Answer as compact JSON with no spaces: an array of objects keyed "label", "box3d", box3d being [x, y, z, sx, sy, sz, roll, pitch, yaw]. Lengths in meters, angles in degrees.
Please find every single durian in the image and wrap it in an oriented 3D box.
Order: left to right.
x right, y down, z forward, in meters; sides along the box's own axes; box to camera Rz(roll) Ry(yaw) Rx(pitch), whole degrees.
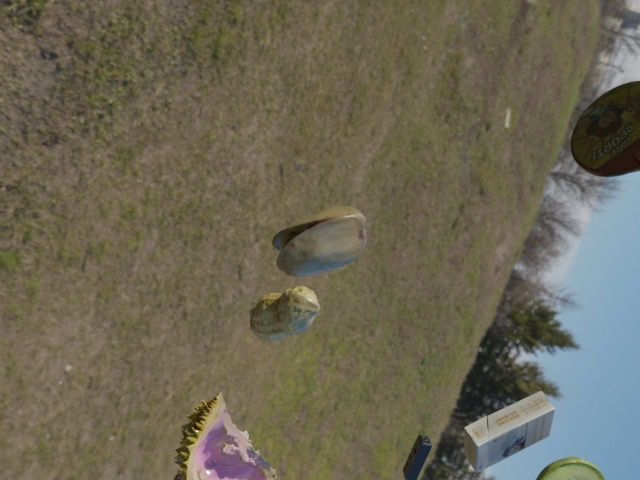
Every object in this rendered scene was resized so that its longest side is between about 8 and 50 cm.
[{"label":"durian","box3d":[-0.158,0.346,0.992,0.182,0.132,0.165,47,32,-49]}]

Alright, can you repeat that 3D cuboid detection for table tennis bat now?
[{"label":"table tennis bat","box3d":[0.570,-0.184,1.124,0.200,0.038,0.310,-43,-152,27]}]

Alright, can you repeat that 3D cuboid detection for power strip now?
[{"label":"power strip","box3d":[0.220,0.496,1.402,0.038,0.029,0.111,-104,-149,-69]}]

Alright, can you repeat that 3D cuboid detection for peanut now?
[{"label":"peanut","box3d":[-0.106,0.214,1.836,0.325,0.153,0.140,-35,-165,52]}]

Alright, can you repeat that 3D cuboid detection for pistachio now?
[{"label":"pistachio","box3d":[0.000,0.000,1.290,0.131,0.206,0.129,66,6,-49]}]

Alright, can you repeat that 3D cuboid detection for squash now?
[{"label":"squash","box3d":[0.725,0.735,1.787,0.041,0.219,0.219,-99,-153,-76]}]

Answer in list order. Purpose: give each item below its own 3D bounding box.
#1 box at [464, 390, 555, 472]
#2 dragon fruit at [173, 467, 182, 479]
[{"label":"box","box3d":[0.490,0.500,1.604,0.233,0.067,0.149,-22,132,-10]},{"label":"dragon fruit","box3d":[-0.414,0.699,1.916,0.131,0.063,0.097,-50,143,-21]}]
